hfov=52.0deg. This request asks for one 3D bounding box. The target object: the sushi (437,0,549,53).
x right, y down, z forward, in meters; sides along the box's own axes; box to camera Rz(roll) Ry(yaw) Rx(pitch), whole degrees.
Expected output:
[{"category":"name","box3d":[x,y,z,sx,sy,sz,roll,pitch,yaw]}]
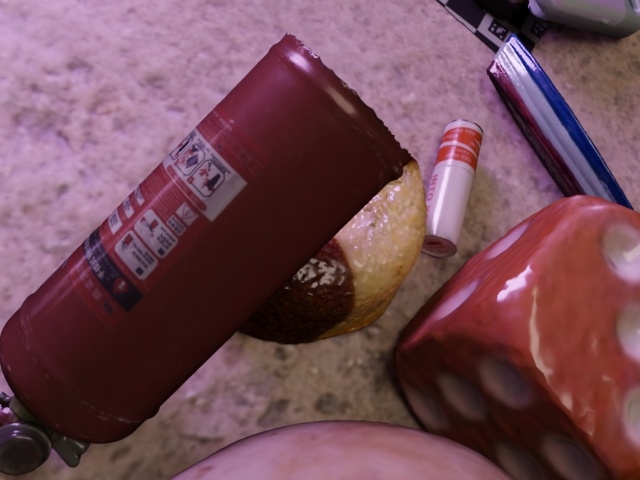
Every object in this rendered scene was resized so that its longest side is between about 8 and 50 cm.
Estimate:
[{"category":"sushi","box3d":[0.207,-0.326,0.741,0.192,0.050,0.215,40,60,-4]}]

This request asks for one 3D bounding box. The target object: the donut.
[{"category":"donut","box3d":[0.001,0.000,0.507,0.217,0.085,0.141,-11,75,-26]}]

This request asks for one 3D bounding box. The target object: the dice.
[{"category":"dice","box3d":[0.172,0.085,0.497,0.179,0.175,0.174,-36,87,-26]}]

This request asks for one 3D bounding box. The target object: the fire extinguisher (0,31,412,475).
[{"category":"fire extinguisher","box3d":[-0.115,0.019,0.389,0.337,0.106,0.147,-44,106,4]}]

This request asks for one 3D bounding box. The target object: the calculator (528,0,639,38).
[{"category":"calculator","box3d":[0.293,-0.306,0.741,0.246,0.045,0.141,-4,82,-40]}]

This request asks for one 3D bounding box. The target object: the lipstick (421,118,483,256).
[{"category":"lipstick","box3d":[0.120,-0.050,0.603,0.038,0.038,0.130,25,62,-12]}]

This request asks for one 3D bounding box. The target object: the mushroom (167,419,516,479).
[{"category":"mushroom","box3d":[0.008,0.255,0.326,0.297,0.297,0.290,-38,122,-30]}]

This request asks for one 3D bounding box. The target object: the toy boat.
[{"category":"toy boat","box3d":[0.239,-0.105,0.664,0.046,0.080,0.229,-32,84,5]}]
